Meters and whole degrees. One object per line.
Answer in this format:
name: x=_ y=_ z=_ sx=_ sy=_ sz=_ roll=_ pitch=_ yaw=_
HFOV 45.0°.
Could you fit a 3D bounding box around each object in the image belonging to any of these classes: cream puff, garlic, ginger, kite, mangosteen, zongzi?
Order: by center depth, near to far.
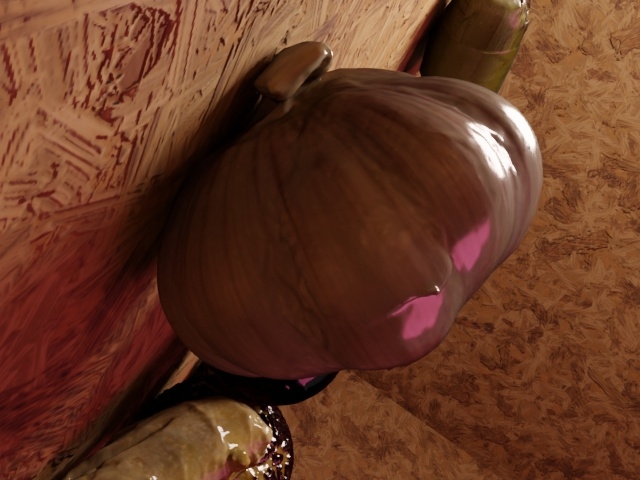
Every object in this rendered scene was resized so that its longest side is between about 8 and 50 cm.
garlic: x=0.016 y=-0.011 z=0.618 sx=0.322 sy=0.241 sz=0.322 roll=-54 pitch=-171 yaw=13
ginger: x=-0.203 y=0.274 z=0.871 sx=0.354 sy=0.190 sz=0.126 roll=-25 pitch=111 yaw=-52
mangosteen: x=-0.063 y=0.126 z=1.018 sx=0.210 sy=0.210 sz=0.210 roll=-54 pitch=175 yaw=-8
cream puff: x=-0.153 y=0.299 z=1.074 sx=0.239 sy=0.239 sz=0.165 roll=-52 pitch=158 yaw=-26
zongzi: x=0.268 y=-0.377 z=1.299 sx=0.274 sy=0.145 sz=0.300 roll=110 pitch=-1 yaw=-51
kite: x=-0.219 y=0.243 z=1.360 sx=0.222 sy=0.008 sz=0.125 roll=-56 pitch=172 yaw=2

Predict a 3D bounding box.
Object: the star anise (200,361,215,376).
star anise: x=-0.178 y=0.247 z=1.327 sx=0.212 sy=0.073 sz=0.197 roll=-55 pitch=165 yaw=-1
